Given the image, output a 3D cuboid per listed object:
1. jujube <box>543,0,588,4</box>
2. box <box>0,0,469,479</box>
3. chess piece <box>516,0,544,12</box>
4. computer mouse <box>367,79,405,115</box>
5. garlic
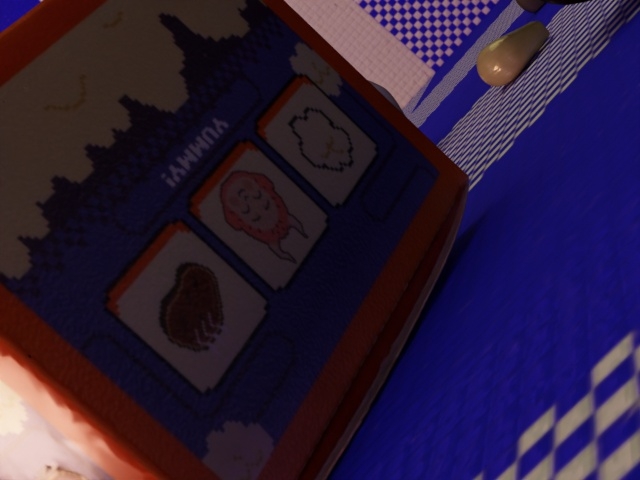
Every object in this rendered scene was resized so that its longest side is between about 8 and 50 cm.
[{"bbox_3d":[0.223,-0.319,0.833,0.342,0.216,0.216,-54,2,8],"label":"jujube"},{"bbox_3d":[-0.144,0.055,0.715,0.349,0.257,0.318,-41,11,40],"label":"box"},{"bbox_3d":[0.280,-0.326,1.567,0.083,0.038,0.083,-50,1,1],"label":"chess piece"},{"bbox_3d":[0.031,-0.081,1.381,0.184,0.121,0.297,-51,-10,-7],"label":"computer mouse"},{"bbox_3d":[0.178,-0.173,1.167,0.083,0.041,0.053,-38,-4,32],"label":"garlic"}]
